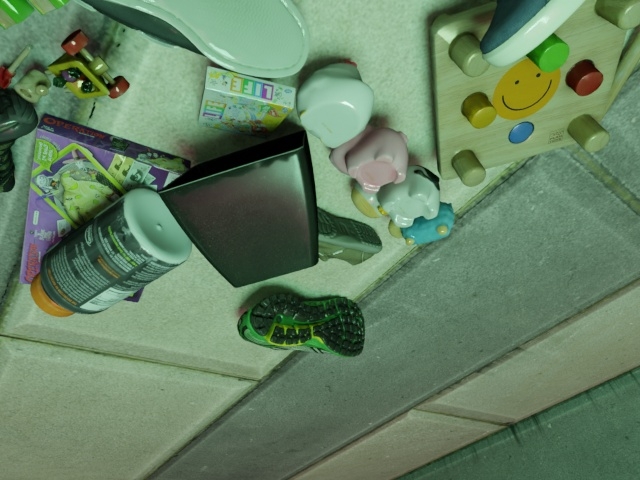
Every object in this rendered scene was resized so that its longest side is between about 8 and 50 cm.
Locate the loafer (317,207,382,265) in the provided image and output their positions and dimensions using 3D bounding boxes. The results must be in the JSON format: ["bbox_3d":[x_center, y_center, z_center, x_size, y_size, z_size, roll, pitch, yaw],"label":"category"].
[{"bbox_3d":[0.000,0.000,0.783,0.251,0.094,0.087,18,126,-28],"label":"loafer"}]

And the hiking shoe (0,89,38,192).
[{"bbox_3d":[-0.458,-0.123,0.578,0.227,0.086,0.114,-16,149,15],"label":"hiking shoe"}]

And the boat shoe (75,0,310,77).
[{"bbox_3d":[-0.156,-0.272,0.470,0.303,0.091,0.114,20,99,-27],"label":"boat shoe"}]

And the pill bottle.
[{"bbox_3d":[-0.333,0.032,0.656,0.246,0.130,0.130,-29,135,17],"label":"pill bottle"}]

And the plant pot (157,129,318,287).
[{"bbox_3d":[-0.087,-0.043,0.613,0.187,0.188,0.167,-16,111,5],"label":"plant pot"}]

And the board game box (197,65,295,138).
[{"bbox_3d":[-0.104,-0.174,0.556,0.103,0.026,0.154,8,177,-19],"label":"board game box"}]

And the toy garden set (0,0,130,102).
[{"bbox_3d":[-0.343,-0.216,0.435,0.244,0.049,0.204,1,148,29],"label":"toy garden set"}]

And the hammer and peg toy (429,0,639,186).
[{"bbox_3d":[0.339,-0.225,0.592,0.361,0.127,0.266,-15,137,4],"label":"hammer and peg toy"}]

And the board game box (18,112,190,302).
[{"bbox_3d":[-0.373,-0.026,0.714,0.208,0.056,0.347,13,132,-30],"label":"board game box"}]

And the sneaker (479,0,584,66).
[{"bbox_3d":[0.223,-0.349,0.394,0.148,0.131,0.350,26,98,-11],"label":"sneaker"}]

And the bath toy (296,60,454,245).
[{"bbox_3d":[0.083,-0.127,0.647,0.151,0.129,0.348,-14,141,31],"label":"bath toy"}]

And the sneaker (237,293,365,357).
[{"bbox_3d":[-0.032,0.197,0.988,0.344,0.134,0.146,19,154,-34],"label":"sneaker"}]
